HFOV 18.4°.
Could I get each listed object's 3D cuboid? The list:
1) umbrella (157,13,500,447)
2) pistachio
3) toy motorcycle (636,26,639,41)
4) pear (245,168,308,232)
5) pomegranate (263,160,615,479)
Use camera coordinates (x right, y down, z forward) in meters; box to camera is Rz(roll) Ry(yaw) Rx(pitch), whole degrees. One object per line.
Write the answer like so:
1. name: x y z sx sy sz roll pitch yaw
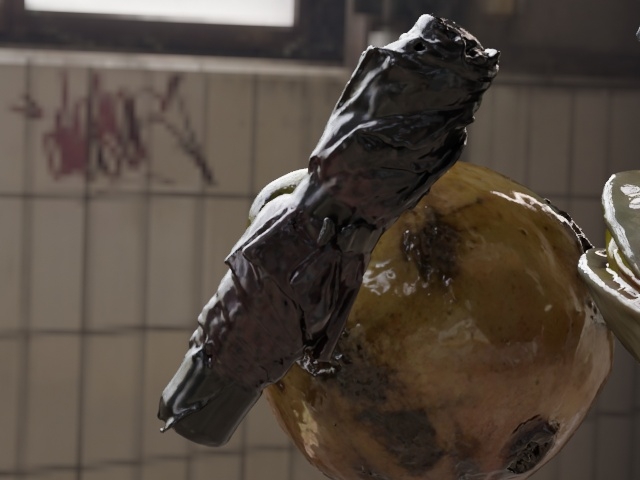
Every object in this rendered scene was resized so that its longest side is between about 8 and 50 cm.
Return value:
1. umbrella: 0.000 0.000 1.261 0.090 0.326 0.094 29 13 -23
2. pistachio: 0.291 0.054 1.391 0.197 0.166 0.288 2 21 -41
3. toy motorcycle: 0.165 -0.241 1.122 0.358 0.125 0.212 43 55 16
4. pear: -0.025 -0.014 2.142 0.104 0.141 0.141 25 -7 -26
5. pomegranate: 0.097 0.080 1.668 0.322 0.322 0.322 2 3 0
